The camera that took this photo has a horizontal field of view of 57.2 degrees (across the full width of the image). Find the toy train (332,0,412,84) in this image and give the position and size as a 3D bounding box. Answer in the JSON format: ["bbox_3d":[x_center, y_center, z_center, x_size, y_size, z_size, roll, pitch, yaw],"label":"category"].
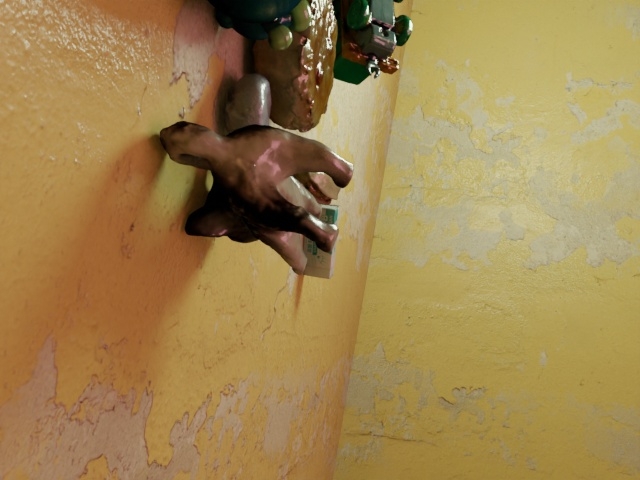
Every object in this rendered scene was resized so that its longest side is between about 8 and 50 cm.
[{"bbox_3d":[0.116,-0.619,1.644,0.249,0.178,0.429,-31,-125,55],"label":"toy train"}]

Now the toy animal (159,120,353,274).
[{"bbox_3d":[-0.124,-0.082,1.000,0.344,0.302,0.194,133,-23,-69],"label":"toy animal"}]

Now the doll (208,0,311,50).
[{"bbox_3d":[-0.103,-0.421,0.914,0.199,0.186,0.322,58,-7,11],"label":"doll"}]

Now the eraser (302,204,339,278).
[{"bbox_3d":[0.000,0.000,1.795,0.052,0.095,0.225,-45,142,-68],"label":"eraser"}]

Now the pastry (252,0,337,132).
[{"bbox_3d":[-0.051,-0.385,1.249,0.329,0.136,0.330,8,90,-78],"label":"pastry"}]

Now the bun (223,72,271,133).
[{"bbox_3d":[-0.137,-0.243,1.105,0.141,0.083,0.141,6,90,-86],"label":"bun"}]

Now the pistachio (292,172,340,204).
[{"bbox_3d":[-0.010,-0.168,1.607,0.152,0.126,0.223,64,21,0],"label":"pistachio"}]
